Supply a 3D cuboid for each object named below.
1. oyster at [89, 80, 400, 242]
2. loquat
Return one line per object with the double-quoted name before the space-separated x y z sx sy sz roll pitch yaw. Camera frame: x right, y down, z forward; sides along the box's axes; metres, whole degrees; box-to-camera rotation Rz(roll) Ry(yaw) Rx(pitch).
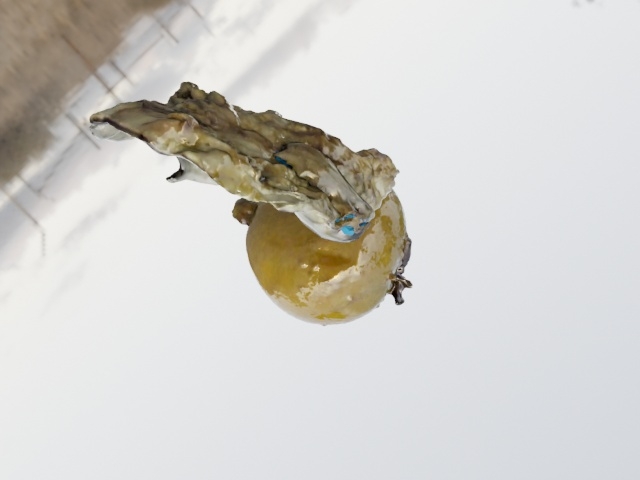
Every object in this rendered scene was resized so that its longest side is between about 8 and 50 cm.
"oyster" -0.057 -0.064 0.823 0.223 0.214 0.083 -1 109 -80
"loquat" 0.000 0.000 1.127 0.149 0.205 0.172 65 45 -66
